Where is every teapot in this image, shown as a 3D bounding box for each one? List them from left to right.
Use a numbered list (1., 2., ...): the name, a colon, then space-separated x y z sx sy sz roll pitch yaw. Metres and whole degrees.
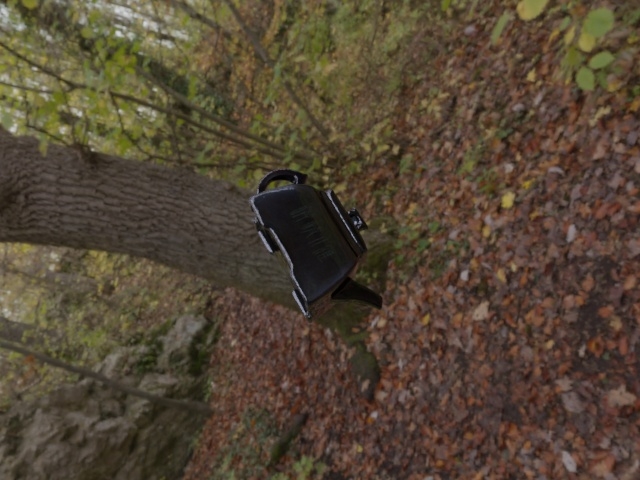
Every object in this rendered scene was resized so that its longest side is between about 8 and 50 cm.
1. teapot: 0.000 0.000 0.585 0.177 0.096 0.087 59 170 17
